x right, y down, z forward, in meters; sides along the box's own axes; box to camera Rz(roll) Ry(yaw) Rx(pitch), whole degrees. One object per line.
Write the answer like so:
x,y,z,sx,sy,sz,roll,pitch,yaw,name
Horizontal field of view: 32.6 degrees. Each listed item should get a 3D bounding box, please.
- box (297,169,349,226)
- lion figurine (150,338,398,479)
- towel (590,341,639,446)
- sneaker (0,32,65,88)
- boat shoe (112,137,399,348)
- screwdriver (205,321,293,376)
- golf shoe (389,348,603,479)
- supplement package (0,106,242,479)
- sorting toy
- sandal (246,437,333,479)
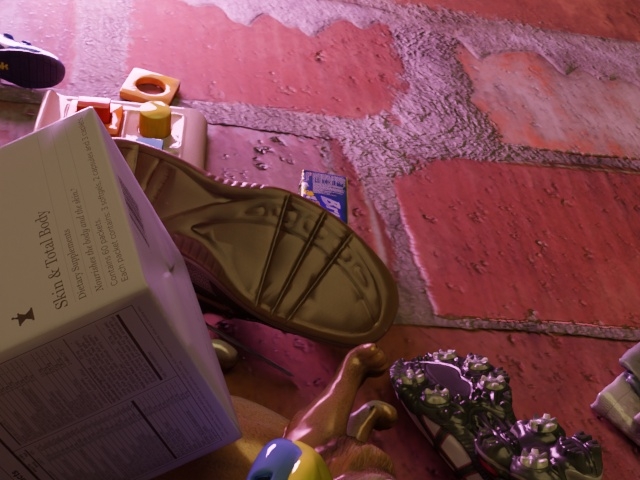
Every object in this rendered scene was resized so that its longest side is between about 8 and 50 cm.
0.000,0.000,1.169,0.054,0.059,0.169,8,39,-6,box
-0.079,0.168,0.908,0.392,0.142,0.240,15,44,22,lion figurine
0.477,0.184,1.115,0.324,0.056,0.312,37,44,25,towel
-0.377,-0.223,1.315,0.144,0.053,0.059,11,37,-7,sneaker
-0.084,0.014,1.065,0.342,0.123,0.123,22,69,10,boat shoe
-0.101,0.092,1.062,0.170,0.024,0.025,34,71,11,screwdriver
0.139,0.186,0.971,0.105,0.120,0.273,-10,22,-19,golf shoe
-0.231,0.076,0.811,0.263,0.198,0.199,-24,48,-1,supplement package
-0.226,-0.116,1.242,0.196,0.047,0.347,8,39,-9,sorting toy
-0.094,0.267,0.706,0.138,0.126,0.317,18,67,27,sandal
